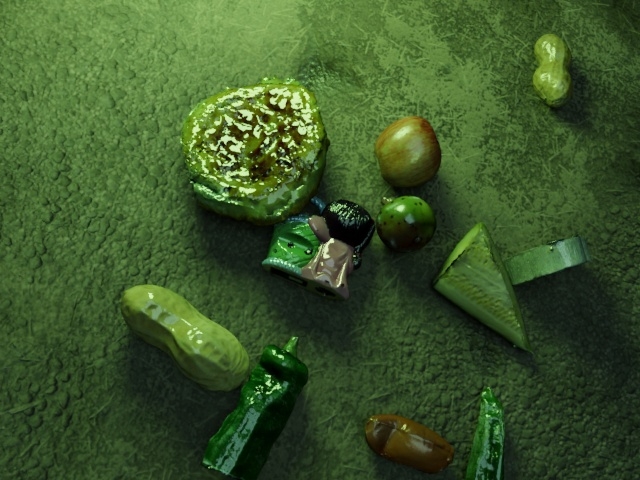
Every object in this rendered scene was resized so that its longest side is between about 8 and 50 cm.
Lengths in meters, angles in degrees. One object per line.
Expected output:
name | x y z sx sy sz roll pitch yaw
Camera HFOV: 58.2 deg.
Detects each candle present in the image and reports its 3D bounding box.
candle | 0.470 0.040 1.198 0.168 0.192 0.068 -23 78 31

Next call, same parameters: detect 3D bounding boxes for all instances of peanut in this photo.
peanut | -0.251 0.177 1.050 0.274 0.125 0.111 35 92 1
peanut | 0.544 -0.401 1.353 0.089 0.089 0.193 8 70 -7

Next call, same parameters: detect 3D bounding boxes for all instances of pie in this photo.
pie | -0.127 -0.194 1.154 0.288 0.103 0.355 -11 65 0

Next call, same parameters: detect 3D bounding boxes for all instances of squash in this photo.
squash | 0.381 0.093 1.183 0.252 0.093 0.169 35 118 1

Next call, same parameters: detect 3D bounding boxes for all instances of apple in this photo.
apple | 0.182 -0.180 1.204 0.131 0.146 0.146 -19 79 5

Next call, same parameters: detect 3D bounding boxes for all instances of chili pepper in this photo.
chili pepper | 0.320 0.400 1.123 0.088 0.059 0.227 7 71 5
chili pepper | -0.103 0.299 1.049 0.136 0.099 0.270 40 65 -33

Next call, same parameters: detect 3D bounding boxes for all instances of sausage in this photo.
sausage | 0.165 0.384 1.091 0.179 0.089 0.089 24 73 1

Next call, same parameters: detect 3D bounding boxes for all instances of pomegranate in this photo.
pomegranate | 0.173 -0.034 1.184 0.130 0.130 0.130 2 75 -9

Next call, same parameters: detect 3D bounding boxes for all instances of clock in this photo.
clock | 0.000 0.000 1.150 0.194 0.100 0.195 25 72 -1
